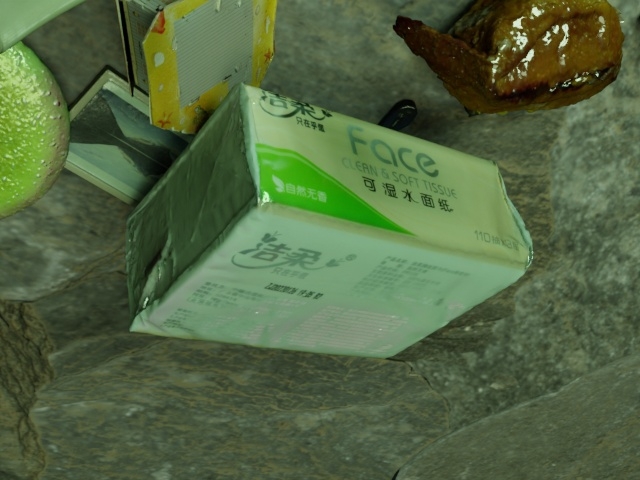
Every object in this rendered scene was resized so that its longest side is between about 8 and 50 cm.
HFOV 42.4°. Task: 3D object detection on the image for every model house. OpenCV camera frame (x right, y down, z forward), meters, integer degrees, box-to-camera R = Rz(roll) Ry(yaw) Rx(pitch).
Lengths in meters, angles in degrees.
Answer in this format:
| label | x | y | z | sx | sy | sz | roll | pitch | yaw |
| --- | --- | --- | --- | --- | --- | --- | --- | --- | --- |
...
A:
| label | x | y | z | sx | sy | sz | roll | pitch | yaw |
| --- | --- | --- | --- | --- | --- | --- | --- | --- | --- |
| model house | -0.165 | -0.236 | 0.939 | 0.207 | 0.136 | 0.219 | -44 | 158 | -29 |

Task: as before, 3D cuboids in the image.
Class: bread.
| label | x | y | z | sx | sy | sz | roll | pitch | yaw |
| --- | --- | --- | --- | --- | --- | --- | --- | --- | --- |
| bread | -0.442 | -0.138 | 0.971 | 0.302 | 0.045 | 0.301 | -6 | 129 | -8 |

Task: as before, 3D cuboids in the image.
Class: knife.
| label | x | y | z | sx | sy | sz | roll | pitch | yaw |
| --- | --- | --- | --- | --- | --- | --- | --- | --- | --- |
| knife | 0.088 | -0.146 | 1.139 | 0.031 | 0.018 | 0.121 | 25 | 121 | -30 |

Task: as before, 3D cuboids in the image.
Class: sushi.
| label | x | y | z | sx | sy | sz | roll | pitch | yaw |
| --- | --- | --- | --- | --- | --- | --- | --- | --- | --- |
| sushi | 0.250 | -0.232 | 1.029 | 0.297 | 0.179 | 0.166 | -20 | 111 | -19 |

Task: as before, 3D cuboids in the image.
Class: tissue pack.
| label | x | y | z | sx | sy | sz | roll | pitch | yaw |
| --- | --- | --- | --- | --- | --- | --- | --- | --- | --- |
| tissue pack | 0.000 | 0.000 | 1.054 | 0.405 | 0.205 | 0.332 | 13 | 142 | -33 |

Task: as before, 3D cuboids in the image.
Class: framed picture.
| label | x | y | z | sx | sy | sz | roll | pitch | yaw |
| --- | --- | --- | --- | --- | --- | --- | --- | --- | --- |
| framed picture | -0.240 | -0.117 | 1.073 | 0.150 | 0.015 | 0.203 | -41 | 129 | 19 |

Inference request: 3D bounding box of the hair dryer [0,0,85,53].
| label | x | y | z | sx | sy | sz | roll | pitch | yaw |
| --- | --- | --- | --- | --- | --- | --- | --- | --- | --- |
| hair dryer | -0.266 | -0.309 | 0.737 | 0.298 | 0.295 | 0.119 | 29 | 154 | -30 |
